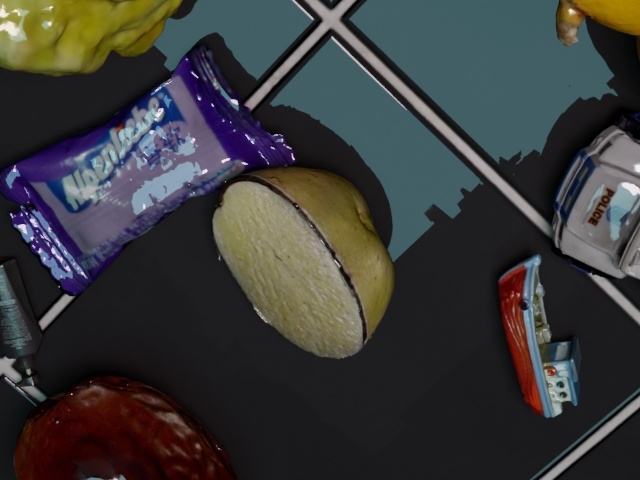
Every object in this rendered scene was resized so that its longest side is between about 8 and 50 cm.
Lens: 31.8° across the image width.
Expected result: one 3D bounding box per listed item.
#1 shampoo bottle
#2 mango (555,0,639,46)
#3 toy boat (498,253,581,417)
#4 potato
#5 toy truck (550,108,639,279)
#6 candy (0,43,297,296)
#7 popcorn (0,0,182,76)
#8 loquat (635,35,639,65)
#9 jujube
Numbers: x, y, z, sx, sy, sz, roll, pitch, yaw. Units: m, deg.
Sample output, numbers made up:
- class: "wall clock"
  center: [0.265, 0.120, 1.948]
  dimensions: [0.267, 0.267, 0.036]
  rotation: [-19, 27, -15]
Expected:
- class: "shampoo bottle"
  center: [-0.311, 0.084, 1.147]
  dimensions: [0.048, 0.027, 0.137]
  rotation: [-11, 109, -3]
- class: "mango"
  center: [0.239, -0.257, 0.687]
  dimensions: [0.176, 0.119, 0.317]
  rotation: [25, 102, -8]
- class: "toy boat"
  center: [0.218, 0.094, 1.102]
  dimensions: [0.058, 0.069, 0.173]
  rotation: [-10, 110, 21]
- class: "potato"
  center: [0.000, 0.000, 1.052]
  dimensions: [0.117, 0.182, 0.202]
  rotation: [-40, 109, -28]
- class: "toy truck"
  center: [0.321, -0.007, 1.007]
  dimensions: [0.213, 0.177, 0.161]
  rotation: [21, 110, -5]
- class: "candy"
  center: [-0.171, -0.065, 1.066]
  dimensions: [0.275, 0.070, 0.145]
  rotation: [-30, 101, 13]
- class: "popcorn"
  center: [-0.224, -0.298, 0.868]
  dimensions: [0.334, 0.292, 0.294]
  rotation: [-22, 71, -16]
- class: "loquat"
  center: [0.386, -0.170, 0.909]
  dimensions: [0.263, 0.263, 0.263]
  rotation: [1, 109, 2]
- class: "jujube"
  center: [-0.191, 0.245, 1.121]
  dimensions: [0.183, 0.183, 0.243]
  rotation: [-38, 103, 14]
